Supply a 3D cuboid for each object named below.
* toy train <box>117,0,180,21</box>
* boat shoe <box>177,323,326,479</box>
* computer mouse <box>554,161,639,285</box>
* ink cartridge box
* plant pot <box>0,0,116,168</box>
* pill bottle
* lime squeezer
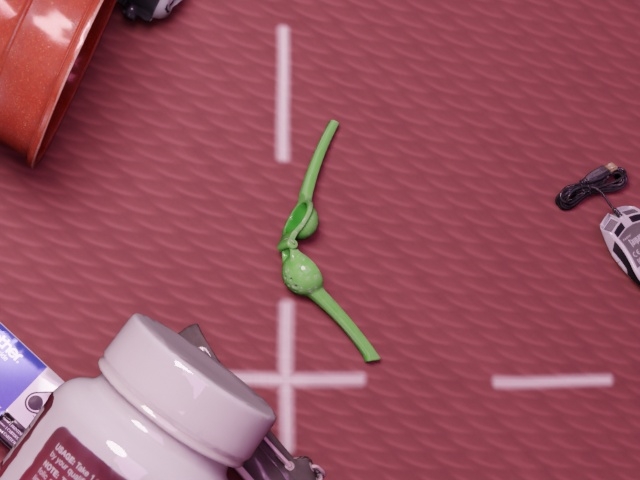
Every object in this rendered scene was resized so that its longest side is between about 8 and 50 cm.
[{"bbox_3d":[-0.286,-0.409,1.525,0.333,0.142,0.190,31,87,-7],"label":"toy train"},{"bbox_3d":[-0.068,0.236,1.455,0.335,0.112,0.095,44,78,2],"label":"boat shoe"},{"bbox_3d":[0.400,-0.006,1.642,0.106,0.042,0.193,-30,81,-21],"label":"computer mouse"},{"bbox_3d":[-0.339,0.189,1.437,0.207,0.046,0.097,44,73,-2],"label":"ink cartridge box"},{"bbox_3d":[-0.381,-0.257,1.374,0.265,0.272,0.273,25,75,-9],"label":"plant pot"},{"bbox_3d":[-0.235,0.287,1.305,0.224,0.224,0.392,37,90,-4],"label":"pill bottle"},{"bbox_3d":[0.000,0.000,1.544,0.109,0.059,0.311,-7,80,-13],"label":"lime squeezer"}]
